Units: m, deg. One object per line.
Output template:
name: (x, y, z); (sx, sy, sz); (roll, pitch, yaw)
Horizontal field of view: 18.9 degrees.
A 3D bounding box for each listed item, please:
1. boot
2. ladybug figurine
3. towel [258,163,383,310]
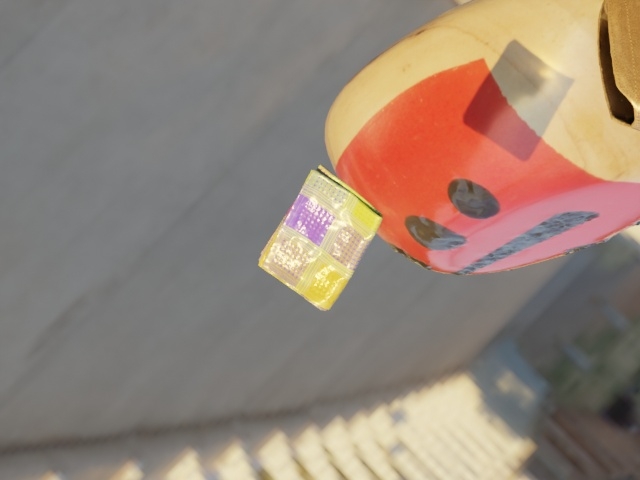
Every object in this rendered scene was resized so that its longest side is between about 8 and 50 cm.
boot: (0.252, -0.201, 1.345); (0.112, 0.115, 0.305); (81, 12, -56)
ladybug figurine: (0.173, -0.082, 1.578); (0.305, 0.162, 0.449); (1, 163, -25)
towel: (0.000, 0.000, 1.240); (0.083, 0.060, 0.009); (-58, 166, 26)
